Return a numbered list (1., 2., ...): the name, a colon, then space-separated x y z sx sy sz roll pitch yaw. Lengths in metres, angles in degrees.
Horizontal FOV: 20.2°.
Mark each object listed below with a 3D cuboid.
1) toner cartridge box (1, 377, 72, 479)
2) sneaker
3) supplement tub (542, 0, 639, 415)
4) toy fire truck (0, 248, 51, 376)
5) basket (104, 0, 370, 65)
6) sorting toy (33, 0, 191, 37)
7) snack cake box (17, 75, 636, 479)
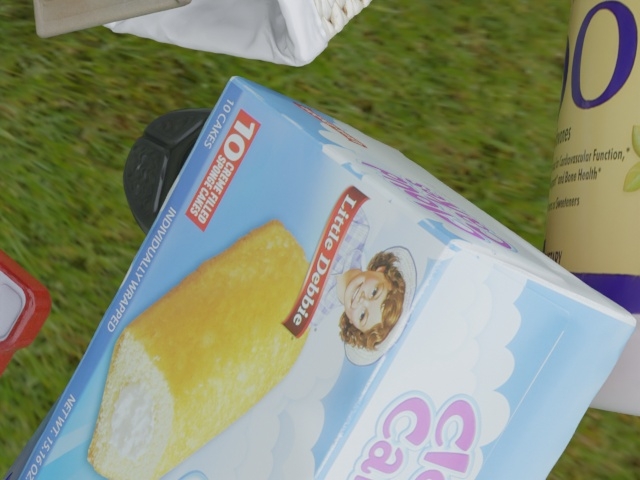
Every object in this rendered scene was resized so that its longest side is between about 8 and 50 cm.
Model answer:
1. toner cartridge box: -0.127 0.114 1.176 0.075 0.348 0.165 39 116 -7
2. sneaker: 0.000 0.000 0.947 0.130 0.227 0.087 35 76 -54
3. supplement tub: 0.219 -0.087 0.709 0.241 0.241 0.331 8 86 -18
4. toy fire truck: -0.430 0.070 1.824 0.302 0.169 0.254 39 103 24
5. basket: -0.095 -0.396 1.860 0.266 0.331 0.328 -43 130 -29
6. sorting toy: -0.135 -0.219 1.011 0.038 0.208 0.193 -7 93 -30
7. snack cake box: -0.027 0.096 0.620 0.089 0.152 0.264 23 101 -35
